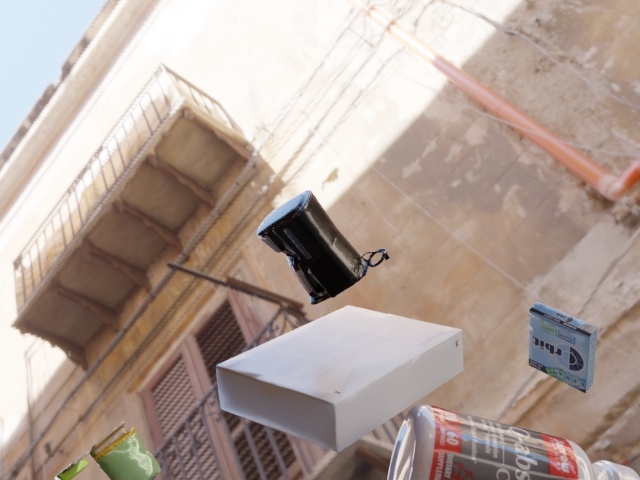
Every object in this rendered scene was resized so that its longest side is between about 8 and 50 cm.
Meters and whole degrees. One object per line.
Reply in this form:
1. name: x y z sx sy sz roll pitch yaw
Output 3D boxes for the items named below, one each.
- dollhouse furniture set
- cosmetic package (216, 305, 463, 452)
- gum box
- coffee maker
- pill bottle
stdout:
1. dollhouse furniture set: -0.237 0.262 0.865 0.058 0.076 0.151 -41 -2 41
2. cosmetic package: 0.044 0.236 1.431 0.377 0.284 0.097 -19 -72 -45
3. gum box: 0.566 0.251 1.826 0.041 0.157 0.184 -35 -48 -31
4. coffee maker: 0.000 0.000 1.413 0.171 0.120 0.178 -37 -70 2
5. pill bottle: 0.299 0.398 1.223 0.362 0.210 0.210 14 -62 -2
